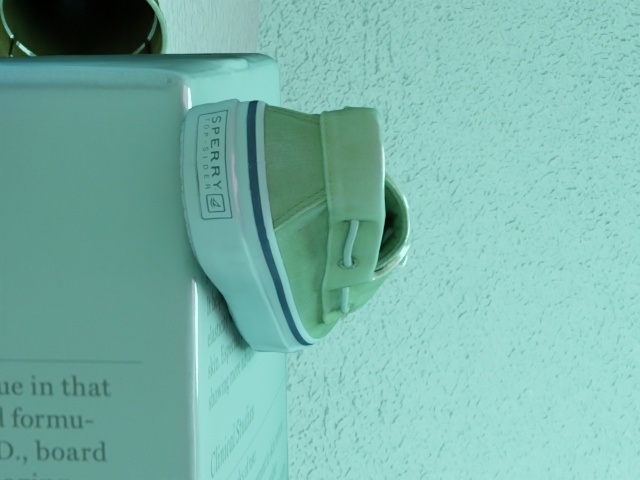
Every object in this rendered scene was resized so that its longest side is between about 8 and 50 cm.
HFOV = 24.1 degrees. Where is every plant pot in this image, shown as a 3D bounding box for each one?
[{"bbox_3d":[-0.227,-0.245,1.434,0.167,0.167,0.165,82,3,-47],"label":"plant pot"}]

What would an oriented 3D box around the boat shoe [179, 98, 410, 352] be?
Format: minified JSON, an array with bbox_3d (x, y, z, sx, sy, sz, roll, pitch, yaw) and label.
[{"bbox_3d":[0.000,0.000,0.781,0.302,0.094,0.109,53,37,-79],"label":"boat shoe"}]

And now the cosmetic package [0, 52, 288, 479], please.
[{"bbox_3d":[-0.197,0.088,0.894,0.329,0.327,0.393,-50,140,-80],"label":"cosmetic package"}]
